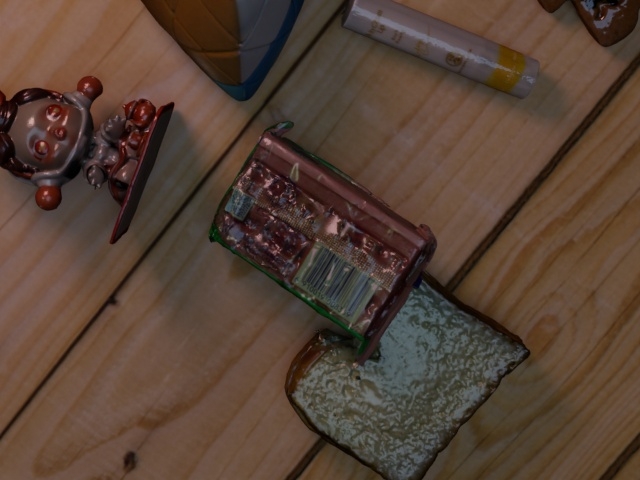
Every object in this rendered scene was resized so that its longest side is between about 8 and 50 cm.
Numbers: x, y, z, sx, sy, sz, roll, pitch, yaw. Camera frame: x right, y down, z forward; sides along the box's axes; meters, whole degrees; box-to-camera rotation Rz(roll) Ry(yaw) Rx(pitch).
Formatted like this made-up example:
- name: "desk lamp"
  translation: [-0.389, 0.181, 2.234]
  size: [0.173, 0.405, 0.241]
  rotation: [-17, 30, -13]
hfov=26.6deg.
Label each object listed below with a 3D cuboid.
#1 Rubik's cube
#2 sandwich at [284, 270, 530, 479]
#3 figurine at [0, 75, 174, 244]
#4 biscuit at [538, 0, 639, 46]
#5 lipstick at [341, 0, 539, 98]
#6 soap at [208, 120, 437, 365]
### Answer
- name: "Rubik's cube"
  translation: [-0.086, -0.323, 1.650]
  size: [0.255, 0.254, 0.254]
  rotation: [-1, 103, -5]
- name: "sandwich"
  translation: [0.105, 0.177, 1.843]
  size: [0.249, 0.095, 0.273]
  rotation: [37, 97, -11]
- name: "figurine"
  translation: [-0.326, -0.127, 1.714]
  size: [0.226, 0.160, 0.183]
  rotation: [21, 99, -2]
- name: "biscuit"
  translation: [0.334, -0.401, 1.761]
  size: [0.302, 0.043, 0.278]
  rotation: [8, 101, -7]
- name: "lipstick"
  translation: [0.156, -0.258, 1.768]
  size: [0.264, 0.059, 0.059]
  rotation: [20, 100, -10]
- name: "soap"
  translation: [-0.001, 0.000, 1.745]
  size: [0.273, 0.098, 0.217]
  rotation: [34, 96, 11]
